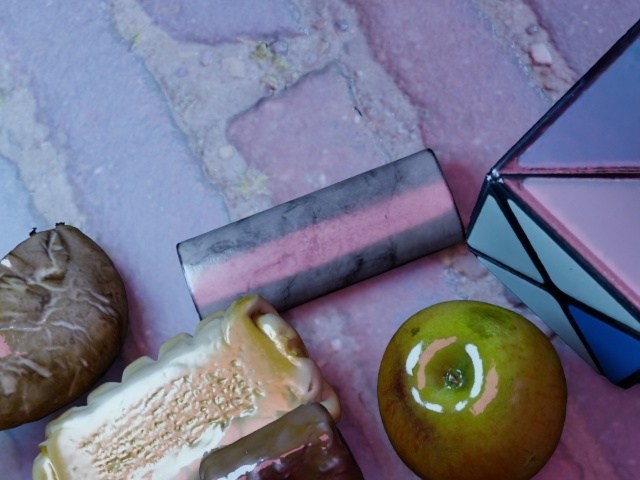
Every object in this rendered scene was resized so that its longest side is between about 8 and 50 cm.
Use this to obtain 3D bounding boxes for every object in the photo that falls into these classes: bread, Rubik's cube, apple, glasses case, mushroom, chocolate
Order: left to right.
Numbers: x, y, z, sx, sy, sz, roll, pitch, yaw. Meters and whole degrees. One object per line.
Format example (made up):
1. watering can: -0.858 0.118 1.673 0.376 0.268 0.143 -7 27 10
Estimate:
1. mushroom: -0.293 0.108 1.378 0.151 0.156 0.286 33 53 15
2. bread: -0.143 0.193 1.370 0.311 0.121 0.173 -31 72 -4
3. chocolate: -0.015 0.274 1.290 0.148 0.093 0.214 -27 111 -2
4. glasses case: 0.000 0.000 1.447 0.299 0.060 0.114 -20 77 -1
5. apple: 0.149 0.152 1.326 0.196 0.196 0.196 -2 72 5
6. Rubik's cube: 0.315 -0.029 1.320 0.246 0.250 0.248 43 79 10
